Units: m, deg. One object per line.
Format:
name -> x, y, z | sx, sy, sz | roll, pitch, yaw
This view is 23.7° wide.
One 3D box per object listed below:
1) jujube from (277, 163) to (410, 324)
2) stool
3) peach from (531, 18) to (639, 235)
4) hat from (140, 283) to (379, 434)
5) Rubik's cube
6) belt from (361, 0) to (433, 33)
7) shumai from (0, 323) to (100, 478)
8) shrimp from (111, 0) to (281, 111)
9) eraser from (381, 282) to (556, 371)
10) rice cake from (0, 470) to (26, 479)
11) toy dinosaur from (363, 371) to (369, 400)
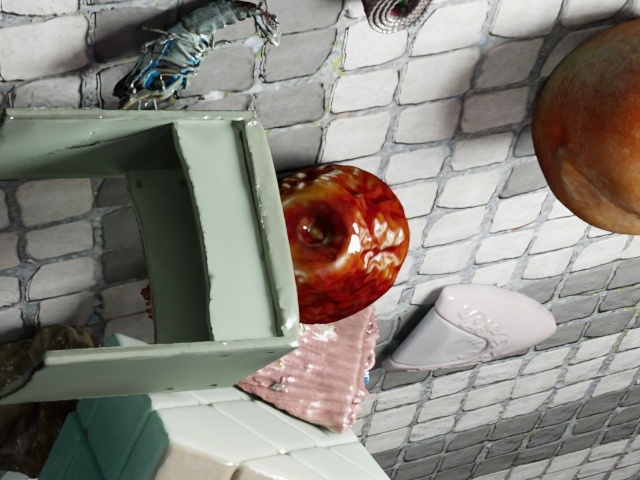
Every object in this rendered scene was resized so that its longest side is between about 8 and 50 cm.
jujube -> 0.000, 0.000, 1.633 | 0.190, 0.190, 0.255 | -21, 171, 2
stool -> -0.184, 0.016, 1.472 | 0.269, 0.244, 0.170 | -2, 162, -29
peach -> 0.346, -0.120, 1.612 | 0.252, 0.252, 0.252 | -15, 151, -9
hat -> -0.067, 0.091, 1.768 | 0.286, 0.237, 0.107 | 21, 128, -5
Rubik's cube -> -0.126, 0.332, 1.654 | 0.319, 0.322, 0.316 | 23, 97, -24
belt -> 0.109, -0.276, 1.385 | 0.071, 0.053, 0.232 | 4, 144, -36
shumai -> -0.356, 0.184, 1.824 | 0.185, 0.184, 0.218 | 18, 161, 3
shrimp -> -0.124, -0.179, 1.415 | 0.174, 0.076, 0.082 | -27, -168, 4
eraser -> 0.234, 0.132, 2.166 | 0.243, 0.059, 0.204 | 1, 146, -26
rice cake -> -0.368, 0.260, 2.028 | 0.045, 0.042, 0.245 | 18, 136, -31
toy dinosaur -> 0.003, 0.193, 2.109 | 0.144, 0.076, 0.329 | -16, 156, -8
